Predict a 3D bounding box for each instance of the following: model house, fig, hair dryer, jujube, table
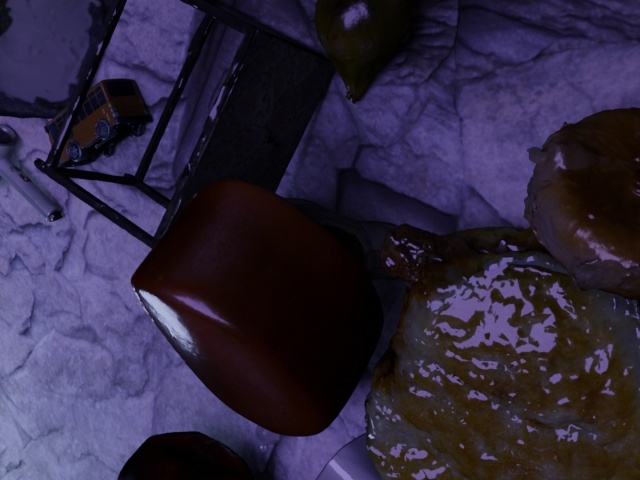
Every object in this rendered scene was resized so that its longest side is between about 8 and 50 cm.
[{"bbox_3d":[-0.538,-0.401,1.760,0.301,0.190,0.271,47,128,37],"label":"model house"},{"bbox_3d":[0.050,-0.273,1.364,0.133,0.127,0.184,17,106,18],"label":"fig"},{"bbox_3d":[-0.577,-0.107,1.904,0.236,0.073,0.131,39,122,13],"label":"hair dryer"},{"bbox_3d":[-0.219,0.496,1.656,0.258,0.258,0.376,14,120,33],"label":"jujube"},{"bbox_3d":[-0.200,-0.184,1.460,0.272,0.222,0.335,33,103,27],"label":"table"}]

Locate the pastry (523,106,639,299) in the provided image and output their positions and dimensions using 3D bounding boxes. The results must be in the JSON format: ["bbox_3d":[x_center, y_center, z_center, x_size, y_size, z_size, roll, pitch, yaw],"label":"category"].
[{"bbox_3d":[0.360,-0.050,1.116,0.257,0.120,0.235,-3,55,3],"label":"pastry"}]

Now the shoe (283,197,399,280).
[{"bbox_3d":[0.000,0.000,1.475,0.275,0.098,0.103,11,102,35],"label":"shoe"}]

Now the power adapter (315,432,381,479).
[{"bbox_3d":[0.098,0.438,1.477,0.255,0.124,0.187,43,122,22],"label":"power adapter"}]

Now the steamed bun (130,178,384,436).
[{"bbox_3d":[-0.054,0.108,1.340,0.248,0.235,0.379,16,149,36],"label":"steamed bun"}]

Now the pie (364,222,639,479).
[{"bbox_3d":[0.252,0.187,1.278,0.395,0.180,0.417,7,108,21],"label":"pie"}]

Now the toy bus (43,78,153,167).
[{"bbox_3d":[-0.389,-0.201,1.719,0.182,0.091,0.103,-27,83,36],"label":"toy bus"}]

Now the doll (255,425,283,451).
[{"bbox_3d":[-0.048,0.248,1.589,0.114,0.057,0.227,39,111,16],"label":"doll"}]
